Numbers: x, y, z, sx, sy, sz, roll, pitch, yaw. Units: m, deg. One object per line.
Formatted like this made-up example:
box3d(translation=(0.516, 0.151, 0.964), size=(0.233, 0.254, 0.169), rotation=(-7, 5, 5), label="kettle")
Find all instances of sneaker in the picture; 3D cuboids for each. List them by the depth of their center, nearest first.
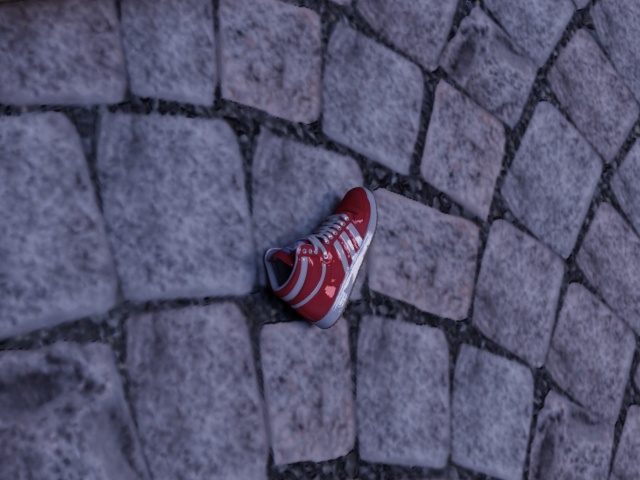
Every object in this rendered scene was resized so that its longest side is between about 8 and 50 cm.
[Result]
box3d(translation=(0.000, 0.000, 0.811), size=(0.067, 0.042, 0.118), rotation=(33, 62, -31), label="sneaker")

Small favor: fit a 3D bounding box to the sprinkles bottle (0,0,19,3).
box3d(translation=(-0.150, -0.218, 0.696), size=(0.355, 0.121, 0.121), rotation=(-20, 92, -40), label="sprinkles bottle")
